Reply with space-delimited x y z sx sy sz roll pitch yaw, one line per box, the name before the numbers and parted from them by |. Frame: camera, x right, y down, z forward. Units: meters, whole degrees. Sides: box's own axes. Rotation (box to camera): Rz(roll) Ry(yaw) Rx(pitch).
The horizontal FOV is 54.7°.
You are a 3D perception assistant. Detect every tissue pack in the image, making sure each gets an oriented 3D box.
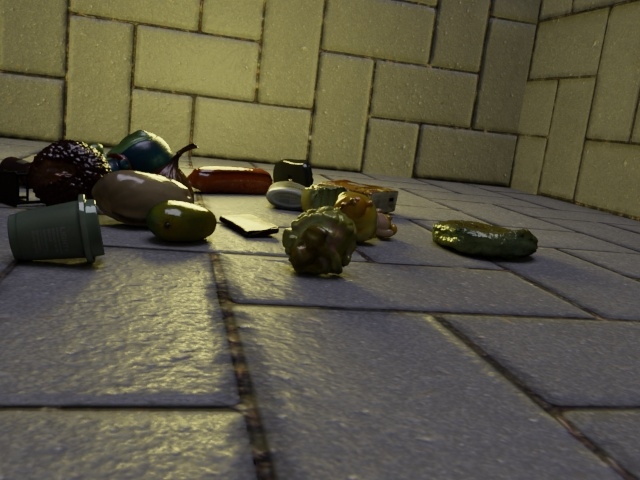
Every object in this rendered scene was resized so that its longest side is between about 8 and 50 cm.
tissue pack | 0.122 -0.147 2.098 0.226 0.092 0.183 17 15 35

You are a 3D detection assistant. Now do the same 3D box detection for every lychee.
lychee | -0.595 -0.148 1.481 0.188 0.188 0.188 6 11 -1

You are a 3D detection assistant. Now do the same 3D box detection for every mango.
mango | -0.290 -0.044 1.334 0.122 0.086 0.191 9 12 28

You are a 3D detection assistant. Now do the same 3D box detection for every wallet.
wallet | -0.176 -0.037 1.524 0.095 0.026 0.176 -7 16 -30

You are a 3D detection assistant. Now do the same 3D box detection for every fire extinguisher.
fire extinguisher | -0.844 -0.190 1.808 0.231 0.071 0.099 16 -13 38

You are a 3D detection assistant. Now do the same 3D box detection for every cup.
cup | -0.444 -0.011 1.043 0.141 0.120 0.120 -11 16 -17

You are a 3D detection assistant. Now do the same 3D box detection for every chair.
chair | -0.772 -0.125 1.469 0.101 0.084 0.212 9 10 29

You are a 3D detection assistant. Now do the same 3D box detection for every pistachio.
pistachio | -0.408 -0.097 1.421 0.223 0.126 0.152 10 45 -21

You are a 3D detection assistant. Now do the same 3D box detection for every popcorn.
popcorn | 0.000 0.000 1.182 0.145 0.126 0.126 -10 35 -9

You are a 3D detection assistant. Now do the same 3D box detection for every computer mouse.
computer mouse | -0.083 -0.230 2.267 0.086 0.138 0.269 -9 16 -28

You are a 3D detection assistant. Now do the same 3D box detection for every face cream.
face cream | -0.104 -0.156 2.047 0.143 0.071 0.291 9 12 -5

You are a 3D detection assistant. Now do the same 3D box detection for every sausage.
sausage | -0.311 -0.211 2.155 0.330 0.102 0.102 -3 15 -39

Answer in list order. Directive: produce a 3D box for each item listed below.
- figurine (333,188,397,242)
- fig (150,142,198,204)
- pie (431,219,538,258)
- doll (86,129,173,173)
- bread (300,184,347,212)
figurine | 0.107 -0.054 1.571 0.246 0.131 0.156 17 40 -49
fig | -0.381 -0.155 1.565 0.133 0.201 0.146 18 19 7
pie | 0.422 -0.005 1.621 0.276 0.079 0.277 5 6 -1
doll | -0.551 -0.207 1.774 0.198 0.186 0.322 -25 5 44
bread | 0.004 -0.119 1.878 0.156 0.103 0.110 5 2 -44
